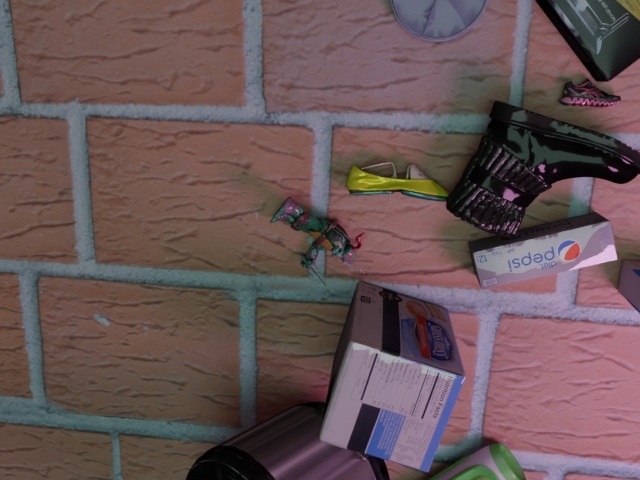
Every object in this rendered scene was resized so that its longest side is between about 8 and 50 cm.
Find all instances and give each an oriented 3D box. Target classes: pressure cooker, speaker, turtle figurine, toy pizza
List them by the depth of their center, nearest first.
[{"bbox_3d":[0.242,-0.509,1.209,0.202,0.032,0.201,2,107,6],"label":"toy pizza"},{"bbox_3d":[0.000,0.000,1.340,0.234,0.118,0.175,38,147,-3],"label":"turtle figurine"},{"bbox_3d":[-0.046,0.569,1.352,0.370,0.421,0.375,-3,96,41],"label":"pressure cooker"},{"bbox_3d":[0.348,0.620,1.460,0.297,0.131,0.131,-39,97,15],"label":"speaker"}]

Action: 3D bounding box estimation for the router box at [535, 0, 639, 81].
[{"bbox_3d":[0.558,-0.504,1.145,0.243,0.081,0.308,-38,98,15],"label":"router box"}]

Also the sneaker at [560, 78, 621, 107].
[{"bbox_3d":[0.558,-0.304,1.224,0.120,0.047,0.057,5,95,4],"label":"sneaker"}]

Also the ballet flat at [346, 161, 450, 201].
[{"bbox_3d":[0.172,-0.131,1.303,0.231,0.077,0.077,5,92,7],"label":"ballet flat"}]

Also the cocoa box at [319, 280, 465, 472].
[{"bbox_3d":[0.150,0.272,1.271,0.228,0.347,0.231,17,106,2],"label":"cocoa box"}]

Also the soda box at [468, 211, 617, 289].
[{"bbox_3d":[0.475,0.022,1.292,0.287,0.098,0.091,-14,102,10],"label":"soda box"}]

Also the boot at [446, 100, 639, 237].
[{"bbox_3d":[0.462,-0.116,1.237,0.348,0.131,0.260,20,104,4],"label":"boot"}]

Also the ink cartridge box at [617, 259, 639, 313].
[{"bbox_3d":[0.755,0.100,1.257,0.191,0.139,0.082,4,107,6],"label":"ink cartridge box"}]
